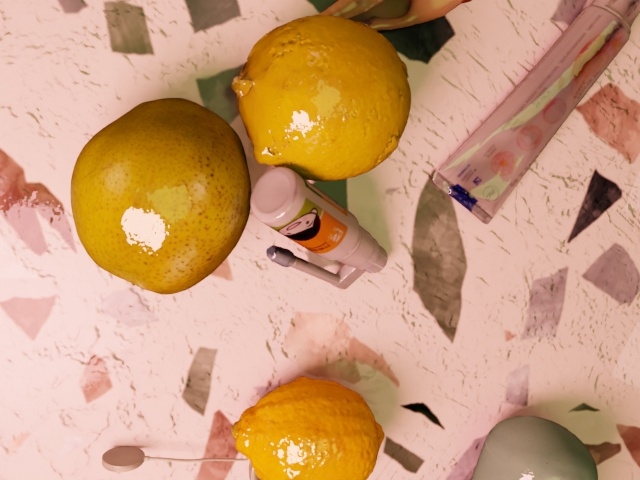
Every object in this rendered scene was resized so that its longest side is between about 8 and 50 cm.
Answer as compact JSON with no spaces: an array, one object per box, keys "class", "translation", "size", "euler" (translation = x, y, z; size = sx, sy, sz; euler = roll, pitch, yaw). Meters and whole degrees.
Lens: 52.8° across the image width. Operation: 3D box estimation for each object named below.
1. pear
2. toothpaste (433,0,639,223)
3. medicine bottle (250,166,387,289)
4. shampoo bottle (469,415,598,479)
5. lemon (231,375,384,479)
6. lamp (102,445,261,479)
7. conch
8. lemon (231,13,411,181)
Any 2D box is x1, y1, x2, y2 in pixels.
[{"class":"pear","translation":[-0.162,-0.047,0.660],"size":[0.198,0.198,0.198],"euler":[-2,102,-10]},{"class":"toothpaste","translation":[0.273,-0.171,0.786],"size":[0.100,0.066,0.323],"euler":[37,97,-16]},{"class":"medicine bottle","translation":[0.000,0.000,0.717],"size":[0.092,0.061,0.221],"euler":[-44,143,11]},{"class":"shampoo bottle","translation":[0.246,0.400,0.849],"size":[0.222,0.151,0.349],"euler":[17,97,-12]},{"class":"lemon","translation":[-0.014,0.236,0.772],"size":[0.187,0.142,0.142],"euler":[6,100,-5]},{"class":"lamp","translation":[-0.168,0.284,0.797],"size":[0.198,0.050,0.056],"euler":[5,102,-12]},{"class":"conch","translation":[0.102,-0.304,0.715],"size":[0.330,0.109,0.093],"euler":[-23,67,15]},{"class":"lemon","translation":[0.008,-0.150,0.682],"size":[0.206,0.173,0.173],"euler":[-19,104,-21]}]
